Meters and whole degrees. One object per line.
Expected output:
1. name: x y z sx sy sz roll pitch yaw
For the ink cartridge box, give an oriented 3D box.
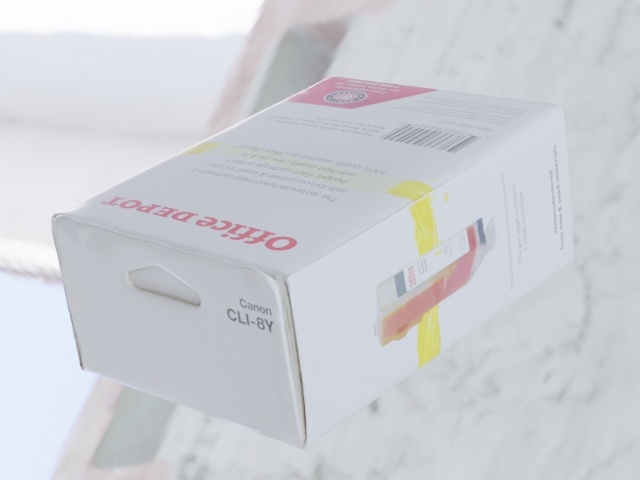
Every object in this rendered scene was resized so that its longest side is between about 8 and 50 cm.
1. ink cartridge box: 0.000 0.000 1.474 0.279 0.160 0.384 13 -149 39
